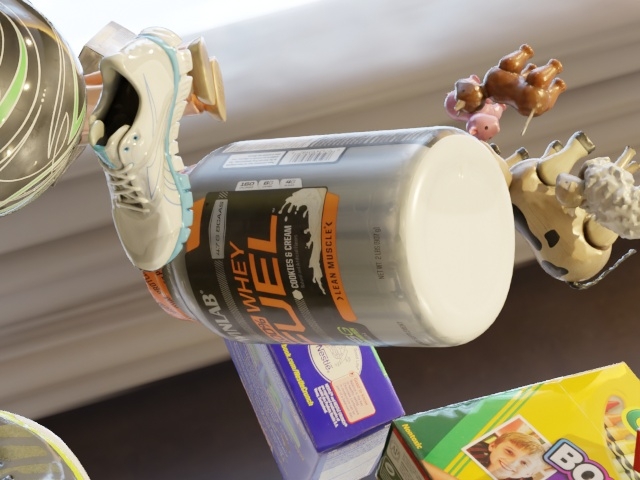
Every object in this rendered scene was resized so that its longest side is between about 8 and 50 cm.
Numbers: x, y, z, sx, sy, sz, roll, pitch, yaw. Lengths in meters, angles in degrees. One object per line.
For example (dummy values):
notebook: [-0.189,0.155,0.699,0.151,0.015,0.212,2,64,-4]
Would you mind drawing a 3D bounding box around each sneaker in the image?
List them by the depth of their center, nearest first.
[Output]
sneaker: [-0.145,-0.062,1.204,0.083,0.071,0.190,-31,126,-54]
sneaker: [-0.230,0.235,1.283,0.300,0.111,0.121,35,7,23]

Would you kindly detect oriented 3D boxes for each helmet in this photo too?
helmet: [-0.254,-0.097,1.174,0.161,0.169,0.169,54,-10,12]

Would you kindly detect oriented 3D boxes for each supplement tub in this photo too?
supplement tub: [0.000,0.000,1.454,0.194,0.316,0.193,4,85,-53]

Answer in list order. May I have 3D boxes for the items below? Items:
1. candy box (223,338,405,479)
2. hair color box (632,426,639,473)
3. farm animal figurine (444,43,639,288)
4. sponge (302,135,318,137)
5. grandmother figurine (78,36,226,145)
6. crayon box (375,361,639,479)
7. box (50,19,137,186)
candy box: [-0.020,0.155,1.931,0.317,0.122,0.268,107,-40,-69]
hair color box: [0.396,0.194,1.550,0.093,0.167,0.053,33,-48,44]
farm animal figurine: [0.244,-0.066,1.991,0.327,0.172,0.330,44,-17,12]
sponge: [0.042,-0.025,1.775,0.031,0.210,0.117,1,-109,47]
grandmother figurine: [-0.282,-0.147,1.775,0.208,0.343,0.104,67,15,-67]
crayon box: [0.282,0.311,1.668,0.363,0.313,0.106,55,-35,38]
box: [-0.309,-0.182,2.080,0.183,0.056,0.231,-59,-173,15]
